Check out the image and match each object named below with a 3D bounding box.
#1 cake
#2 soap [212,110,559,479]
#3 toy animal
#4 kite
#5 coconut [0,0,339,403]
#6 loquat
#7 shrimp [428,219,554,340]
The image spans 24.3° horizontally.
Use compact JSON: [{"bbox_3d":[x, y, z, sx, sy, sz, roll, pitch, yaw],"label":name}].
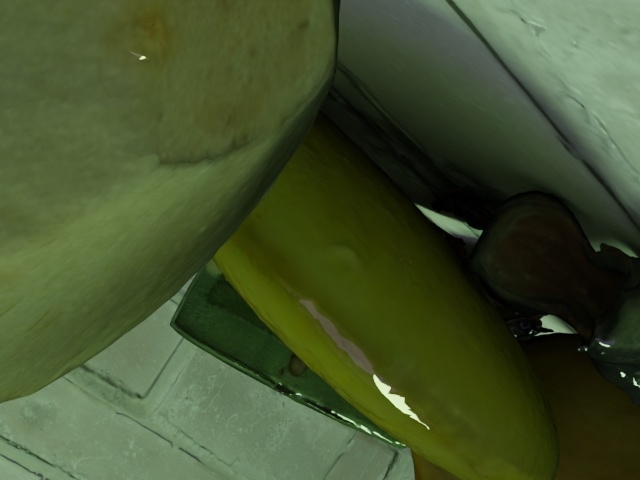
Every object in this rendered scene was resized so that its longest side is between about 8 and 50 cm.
[{"bbox_3d":[-0.001,0.096,1.564,0.283,0.158,0.172,30,172,-1],"label":"cake"},{"bbox_3d":[0.002,-0.002,0.932,0.306,0.115,0.427,47,-178,-39],"label":"soap"},{"bbox_3d":[0.238,0.100,0.844,0.343,0.106,0.168,42,176,-17],"label":"toy animal"},{"bbox_3d":[0.132,-0.002,0.968,0.190,0.010,0.159,29,172,39],"label":"kite"},{"bbox_3d":[-0.147,-0.091,0.497,0.352,0.352,0.352,32,172,5],"label":"coconut"},{"bbox_3d":[0.177,0.164,1.079,0.238,0.238,0.193,38,-148,-29],"label":"loquat"},{"bbox_3d":[0.098,0.014,1.093,0.133,0.053,0.236,57,169,-22],"label":"shrimp"}]
